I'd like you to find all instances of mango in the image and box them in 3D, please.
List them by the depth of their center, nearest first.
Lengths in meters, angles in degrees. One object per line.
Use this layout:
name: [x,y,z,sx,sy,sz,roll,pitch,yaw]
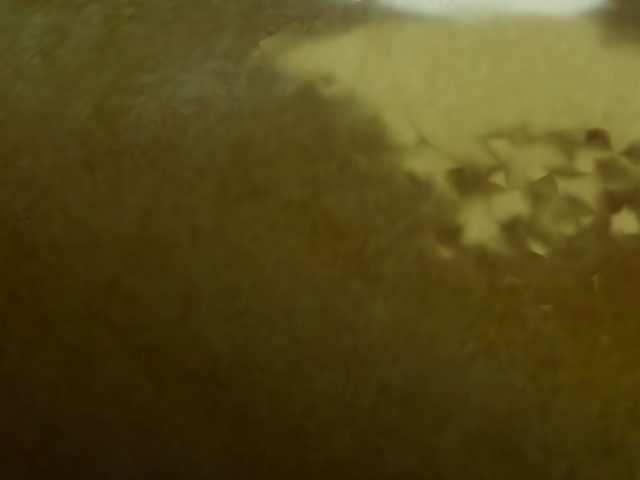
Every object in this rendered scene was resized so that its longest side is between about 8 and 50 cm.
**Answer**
mango: [0.000,0.000,0.431,0.384,0.199,0.221,17,41,20]
